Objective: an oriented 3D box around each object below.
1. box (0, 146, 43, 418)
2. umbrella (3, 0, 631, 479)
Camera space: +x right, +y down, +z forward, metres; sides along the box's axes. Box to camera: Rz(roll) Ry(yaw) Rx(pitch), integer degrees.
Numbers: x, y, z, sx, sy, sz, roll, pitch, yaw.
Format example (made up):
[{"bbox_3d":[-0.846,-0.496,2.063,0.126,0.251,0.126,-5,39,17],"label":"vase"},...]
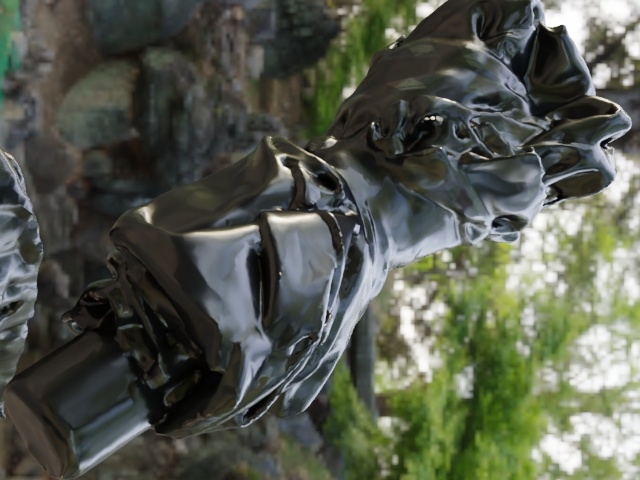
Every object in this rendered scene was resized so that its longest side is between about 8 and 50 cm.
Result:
[{"bbox_3d":[-0.285,-0.045,0.644,0.350,0.091,0.359,52,-35,13],"label":"box"},{"bbox_3d":[0.000,-0.001,0.463,0.122,0.272,0.110,21,-43,44],"label":"umbrella"}]
